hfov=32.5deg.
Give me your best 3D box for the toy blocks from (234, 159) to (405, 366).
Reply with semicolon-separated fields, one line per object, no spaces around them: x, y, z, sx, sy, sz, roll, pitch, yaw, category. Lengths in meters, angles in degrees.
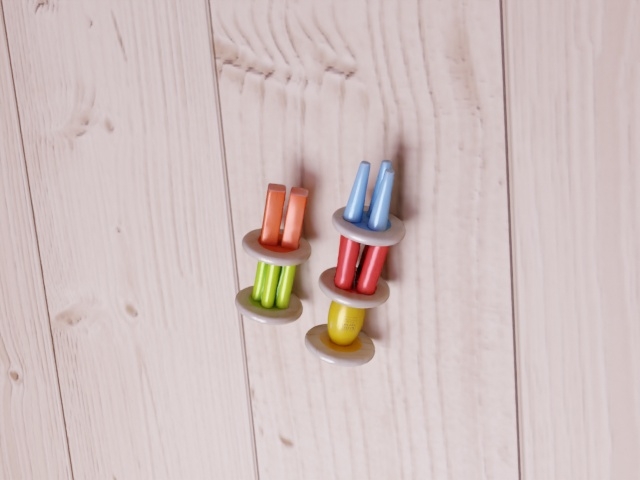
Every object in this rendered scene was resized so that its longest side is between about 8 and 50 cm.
0.000;0.000;0.785;0.123;0.054;0.148;27;120;28;toy blocks
